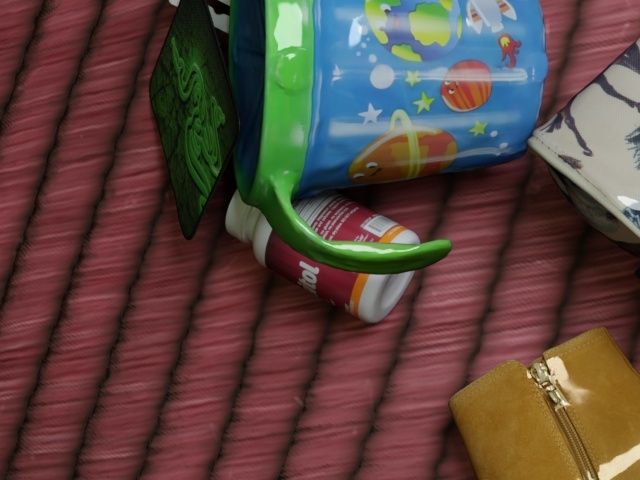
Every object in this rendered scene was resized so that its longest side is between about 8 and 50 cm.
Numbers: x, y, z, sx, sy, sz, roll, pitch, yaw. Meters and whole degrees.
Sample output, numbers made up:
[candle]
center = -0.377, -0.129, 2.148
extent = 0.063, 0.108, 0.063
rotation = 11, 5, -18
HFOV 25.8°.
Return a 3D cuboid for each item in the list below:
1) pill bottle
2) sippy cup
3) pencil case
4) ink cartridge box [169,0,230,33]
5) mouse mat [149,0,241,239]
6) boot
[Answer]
[pill bottle]
center = 0.000, 0.000, 1.168
extent = 0.152, 0.086, 0.086
rotation = 28, 90, 20
[sippy cup]
center = 0.050, -0.143, 1.094
extent = 0.224, 0.240, 0.305
rotation = -1, 107, -11
[pencil case]
center = 0.358, -0.140, 1.014
extent = 0.410, 0.160, 0.183
rotation = -42, 64, 7
[ink cartridge box]
center = -0.044, -0.261, 1.235
extent = 0.104, 0.060, 0.180
rotation = 30, 91, 18
[mouse mat]
center = -0.110, -0.115, 1.180
extent = 0.152, 0.007, 0.189
rotation = -61, 38, 45
[boot]
center = 0.151, 0.214, 1.076
extent = 0.295, 0.104, 0.211
rotation = -33, 66, -4
